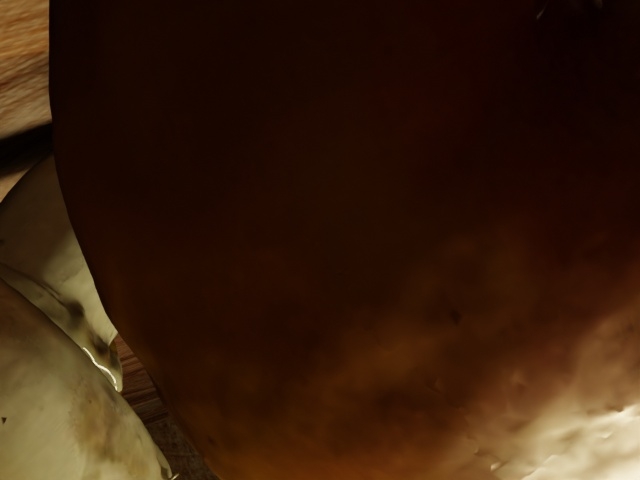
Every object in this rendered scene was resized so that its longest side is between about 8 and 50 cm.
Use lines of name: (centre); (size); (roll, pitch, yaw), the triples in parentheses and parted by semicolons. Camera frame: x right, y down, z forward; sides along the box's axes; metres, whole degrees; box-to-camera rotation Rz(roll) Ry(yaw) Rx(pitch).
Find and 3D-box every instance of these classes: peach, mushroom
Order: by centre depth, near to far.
peach: (0.065, -0.049, 0.701); (0.342, 0.343, 0.301); (-21, 174, -16)
mushroom: (-0.177, 0.066, 1.118); (0.290, 0.292, 0.292); (-46, -178, -24)

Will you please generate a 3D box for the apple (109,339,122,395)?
apple: (-0.240, 0.119, 1.598); (0.147, 0.163, 0.146); (-9, 126, -18)
